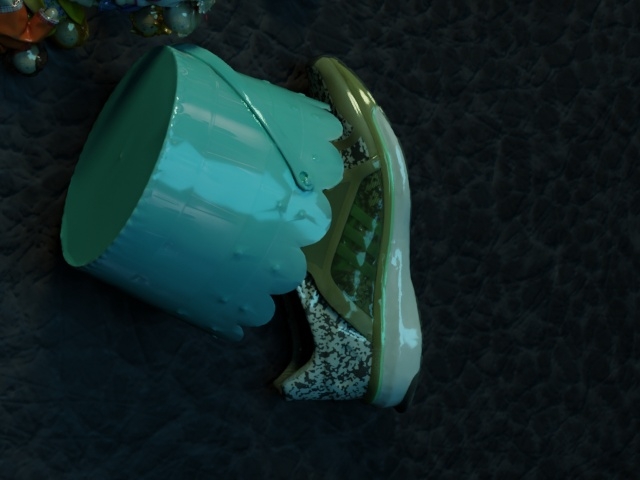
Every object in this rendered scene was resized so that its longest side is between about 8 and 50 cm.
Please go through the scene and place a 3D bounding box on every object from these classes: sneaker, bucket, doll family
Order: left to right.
[{"bbox_3d":[-0.222,-0.253,1.664,0.163,0.263,0.118,62,22,-45],"label":"doll family"},{"bbox_3d":[-0.124,-0.053,1.689,0.183,0.281,0.281,24,77,-26],"label":"bucket"},{"bbox_3d":[0.000,0.000,1.868,0.182,0.158,0.410,-8,91,-18],"label":"sneaker"}]
